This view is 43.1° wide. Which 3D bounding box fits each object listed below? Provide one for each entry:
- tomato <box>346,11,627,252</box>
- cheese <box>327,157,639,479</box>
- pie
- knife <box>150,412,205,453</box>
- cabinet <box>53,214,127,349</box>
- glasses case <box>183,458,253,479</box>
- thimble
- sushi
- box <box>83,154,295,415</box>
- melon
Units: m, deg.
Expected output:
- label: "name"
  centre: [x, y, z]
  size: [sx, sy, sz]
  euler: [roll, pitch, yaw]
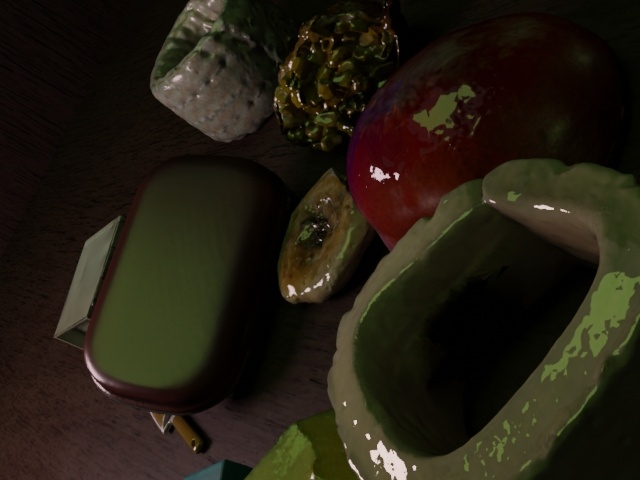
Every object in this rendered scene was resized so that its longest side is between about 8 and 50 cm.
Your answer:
- label: "tomato"
  centre: [0.146, -0.136, 0.894]
  size: [0.335, 0.176, 0.290]
  euler: [-18, 46, 50]
- label: "cheese"
  centre: [0.168, 0.086, 0.680]
  size: [0.332, 0.153, 0.292]
  euler: [-49, 32, 15]
- label: "pie"
  centre: [0.003, 0.002, 1.105]
  size: [0.185, 0.052, 0.218]
  euler: [-59, 27, 11]
- label: "knife"
  centre: [-0.233, 0.273, 1.242]
  size: [0.256, 0.022, 0.046]
  euler: [22, 87, 60]
- label: "cabinet"
  centre: [-0.359, 0.093, 1.465]
  size: [0.150, 0.145, 0.206]
  euler: [-27, 43, 42]
- label: "glasses case"
  centre: [-0.137, 0.416, 0.933]
  size: [0.117, 0.070, 0.301]
  euler: [-34, 39, 46]
- label: "thimble"
  centre: [-0.176, -0.346, 1.538]
  size: [0.291, 0.195, 0.291]
  euler: [-38, 36, 34]
- label: "sushi"
  centre: [0.030, -0.256, 1.202]
  size: [0.296, 0.167, 0.179]
  euler: [-33, 16, 27]
- label: "box"
  centre: [-0.193, 0.056, 1.200]
  size: [0.263, 0.108, 0.404]
  euler: [7, 66, 20]
- label: "melon"
  centre: [0.029, 0.305, 0.728]
  size: [0.196, 0.124, 0.323]
  euler: [-56, 37, 8]
